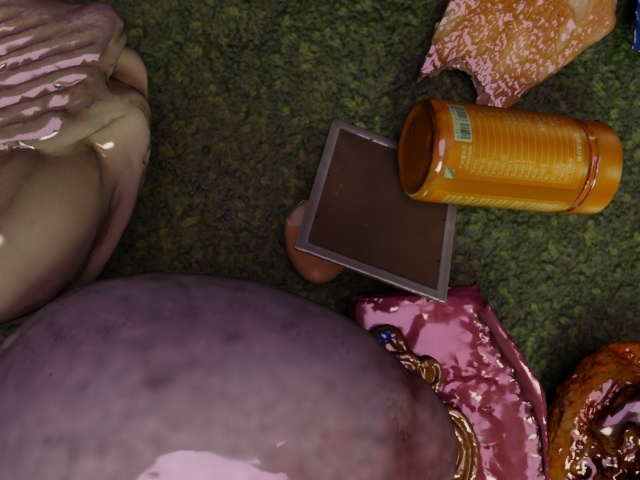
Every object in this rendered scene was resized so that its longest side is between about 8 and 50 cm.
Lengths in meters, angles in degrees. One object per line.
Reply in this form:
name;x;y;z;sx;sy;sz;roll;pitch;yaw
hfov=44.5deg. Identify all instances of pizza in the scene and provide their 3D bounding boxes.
pizza;0.200;-0.223;0.793;0.181;0.034;0.262;29;87;-5

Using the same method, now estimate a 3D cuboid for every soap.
soap;0.119;0.187;0.739;0.182;0.112;0.289;-4;90;-1

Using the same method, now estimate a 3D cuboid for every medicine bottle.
medicine bottle;0.177;-0.077;0.741;0.191;0.096;0.096;3;88;-17

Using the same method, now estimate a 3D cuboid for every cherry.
cherry;-0.093;0.165;0.566;0.335;0.291;0.326;-43;71;5

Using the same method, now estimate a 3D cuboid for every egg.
egg;0.000;0.000;0.748;0.071;0.071;0.083;-4;92;-6

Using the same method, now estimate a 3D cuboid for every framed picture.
framed picture;0.060;-0.032;0.733;0.142;0.011;0.183;20;47;-6

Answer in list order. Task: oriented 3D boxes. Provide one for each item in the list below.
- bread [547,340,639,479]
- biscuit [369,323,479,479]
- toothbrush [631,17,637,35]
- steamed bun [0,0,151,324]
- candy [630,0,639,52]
bread;0.279;0.228;0.770;0.139;0.095;0.269;6;102;-4
biscuit;0.065;0.162;0.668;0.124;0.026;0.175;-22;89;-2
toothbrush;0.382;-0.105;0.815;0.019;0.025;0.276;-22;91;-7
steamed bun;-0.298;-0.065;0.652;0.324;0.219;0.310;25;70;19
candy;0.476;-0.242;0.806;0.331;0.077;0.187;12;81;-9
